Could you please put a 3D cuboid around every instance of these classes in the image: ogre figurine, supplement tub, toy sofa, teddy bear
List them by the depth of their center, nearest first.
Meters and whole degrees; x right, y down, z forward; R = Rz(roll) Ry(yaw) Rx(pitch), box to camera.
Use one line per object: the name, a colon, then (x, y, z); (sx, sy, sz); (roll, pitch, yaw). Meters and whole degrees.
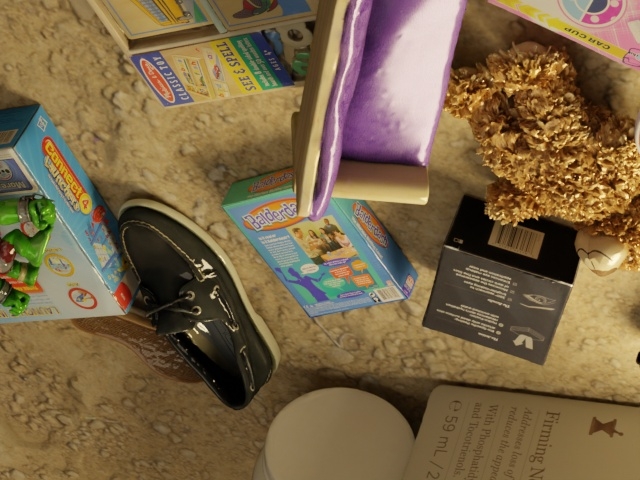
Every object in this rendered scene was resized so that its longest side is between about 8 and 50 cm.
toy sofa: (0.066, -0.187, 1.657); (0.150, 0.177, 0.362); (4, 134, -8)
teddy bear: (0.262, -0.078, 1.785); (0.245, 0.113, 0.338); (-5, 132, 33)
ogre figurine: (-0.407, 0.009, 2.080); (0.118, 0.097, 0.197); (17, 152, -10)
supplement tub: (0.023, 0.384, 2.301); (0.241, 0.241, 0.331); (14, 139, 11)

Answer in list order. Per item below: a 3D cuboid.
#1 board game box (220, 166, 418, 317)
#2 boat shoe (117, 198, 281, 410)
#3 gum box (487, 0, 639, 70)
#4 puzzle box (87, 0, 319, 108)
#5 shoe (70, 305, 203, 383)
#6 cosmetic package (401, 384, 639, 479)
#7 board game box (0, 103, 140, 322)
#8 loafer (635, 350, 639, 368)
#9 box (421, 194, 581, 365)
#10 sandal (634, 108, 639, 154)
board game box: (0.000, 0.000, 2.043); (0.160, 0.047, 0.210); (-12, 129, 36)
boat shoe: (-0.172, 0.095, 2.179); (0.127, 0.113, 0.340); (-5, 132, 30)
gum box: (0.274, -0.251, 1.626); (0.188, 0.062, 0.107); (24, 140, 0)
puzzle box: (-0.148, -0.310, 1.738); (0.272, 0.052, 0.409); (-6, 137, 30)
shoe: (-0.242, 0.127, 2.301); (0.219, 0.058, 0.076); (29, 120, -11)
cosmetic package: (0.314, 0.427, 2.139); (0.393, 0.329, 0.327); (5, 136, 20)
board game box: (-0.432, -0.025, 2.195); (0.308, 0.086, 0.302); (-5, 133, 30)
loafer: (0.435, 0.088, 1.918); (0.078, 0.080, 0.220); (40, 133, -4)
box: (0.217, 0.048, 1.956); (0.156, 0.093, 0.158); (18, 139, 6)
sandal: (0.431, -0.136, 1.616); (0.265, 0.076, 0.102); (-26, 121, 21)
